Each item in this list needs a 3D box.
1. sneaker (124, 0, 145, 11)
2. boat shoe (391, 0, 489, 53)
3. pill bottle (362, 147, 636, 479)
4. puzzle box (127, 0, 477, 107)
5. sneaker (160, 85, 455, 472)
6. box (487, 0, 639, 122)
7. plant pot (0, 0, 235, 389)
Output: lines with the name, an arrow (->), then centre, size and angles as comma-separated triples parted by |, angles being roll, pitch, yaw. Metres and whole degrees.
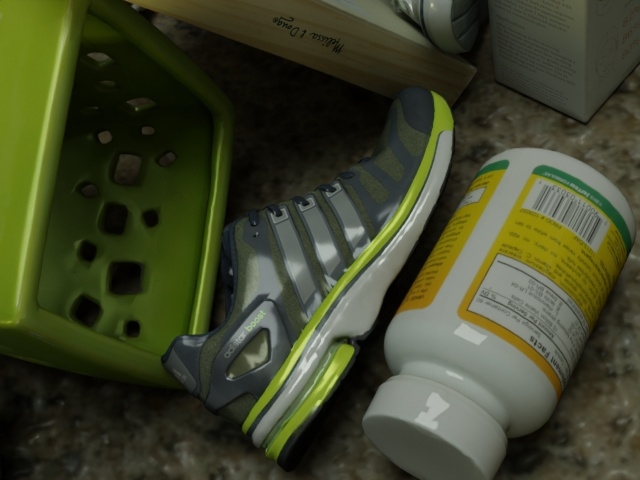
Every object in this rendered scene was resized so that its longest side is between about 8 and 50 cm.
sneaker -> -0.191, -0.305, 1.090 | 0.095, 0.104, 0.236 | 2, 56, 13
boat shoe -> 0.089, -0.191, 0.905 | 0.075, 0.083, 0.226 | 10, 14, 13
pill bottle -> 0.113, 0.052, 0.752 | 0.117, 0.117, 0.208 | 19, 61, 25
puzzle box -> -0.091, -0.224, 0.852 | 0.052, 0.409, 0.272 | -55, 53, 19
sneaker -> 0.000, 0.000, 0.801 | 0.121, 0.111, 0.300 | 28, 61, 3
box -> 0.198, -0.200, 0.880 | 0.091, 0.170, 0.130 | 32, 66, 30
plant pot -> -0.206, -0.027, 0.798 | 0.207, 0.227, 0.228 | -1, 73, 22
